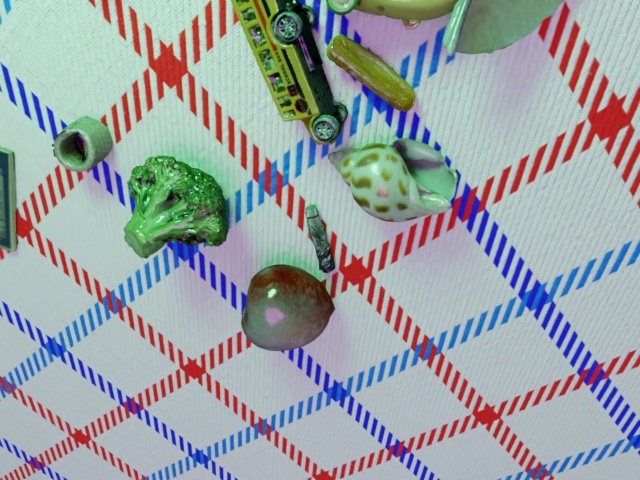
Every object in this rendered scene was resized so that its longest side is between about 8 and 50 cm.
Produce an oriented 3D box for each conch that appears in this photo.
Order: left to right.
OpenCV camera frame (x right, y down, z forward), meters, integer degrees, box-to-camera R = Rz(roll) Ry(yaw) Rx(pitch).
[{"bbox_3d":[0.147,-0.133,1.027,0.275,0.183,0.149,34,151,-6],"label":"conch"}]

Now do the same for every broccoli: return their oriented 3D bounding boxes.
[{"bbox_3d":[-0.341,-0.067,1.102,0.269,0.241,0.261,38,145,18],"label":"broccoli"}]

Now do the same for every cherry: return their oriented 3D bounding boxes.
[{"bbox_3d":[-0.083,0.182,1.217,0.239,0.206,0.239,3,109,9],"label":"cherry"}]

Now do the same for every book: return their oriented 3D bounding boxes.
[{"bbox_3d":[-0.926,-0.133,1.257,0.228,0.018,0.322,21,122,-3],"label":"book"}]

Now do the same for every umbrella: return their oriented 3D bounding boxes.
[{"bbox_3d":[0.000,0.000,1.187,0.046,0.050,0.188,-18,119,-6],"label":"umbrella"}]

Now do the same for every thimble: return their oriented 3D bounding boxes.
[{"bbox_3d":[-0.558,-0.223,1.106,0.102,0.090,0.115,17,123,-2],"label":"thimble"}]

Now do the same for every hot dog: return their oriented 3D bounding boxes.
[{"bbox_3d":[0.106,-0.342,0.964,0.215,0.047,0.066,30,92,-16],"label":"hot dog"}]

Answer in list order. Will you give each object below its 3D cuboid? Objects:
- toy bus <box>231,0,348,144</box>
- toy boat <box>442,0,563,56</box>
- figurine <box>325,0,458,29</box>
[{"bbox_3d":[-0.053,-0.352,0.941,0.123,0.121,0.335,-10,119,24],"label":"toy bus"},{"bbox_3d":[0.332,-0.471,0.793,0.276,0.111,0.293,-9,122,-22],"label":"toy boat"},{"bbox_3d":[0.122,-0.504,0.827,0.324,0.124,0.222,12,119,-3],"label":"figurine"}]
